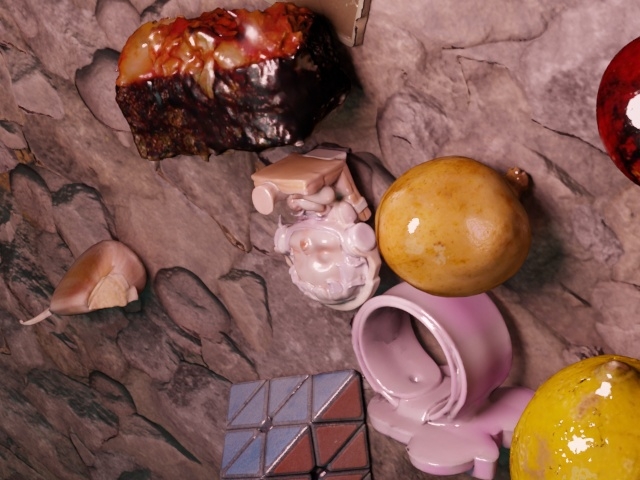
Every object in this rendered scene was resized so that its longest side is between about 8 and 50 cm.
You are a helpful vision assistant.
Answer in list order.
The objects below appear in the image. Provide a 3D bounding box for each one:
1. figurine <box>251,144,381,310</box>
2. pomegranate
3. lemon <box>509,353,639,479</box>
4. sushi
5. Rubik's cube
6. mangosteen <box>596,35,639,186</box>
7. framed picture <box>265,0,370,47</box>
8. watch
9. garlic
[{"bbox_3d":[0.002,-0.001,1.759,0.163,0.141,0.236,11,130,39],"label":"figurine"},{"bbox_3d":[0.163,-0.022,1.581,0.196,0.196,0.196,24,136,26],"label":"pomegranate"},{"bbox_3d":[0.351,0.267,1.584,0.258,0.258,0.310,13,135,35],"label":"lemon"},{"bbox_3d":[-0.119,-0.205,1.672,0.343,0.196,0.181,2,111,42],"label":"sushi"},{"bbox_3d":[-0.037,0.323,2.076,0.233,0.228,0.228,-3,171,4],"label":"Rubik's cube"},{"bbox_3d":[0.357,-0.118,1.330,0.200,0.200,0.199,24,136,26],"label":"mangosteen"},{"bbox_3d":[-0.019,-0.381,1.551,0.211,0.020,0.289,31,138,19],"label":"framed picture"},{"bbox_3d":[0.155,0.163,1.737,0.248,0.211,0.217,18,125,43],"label":"watch"},{"bbox_3d":[-0.374,0.075,2.166,0.266,0.148,0.128,-27,72,50],"label":"garlic"}]
